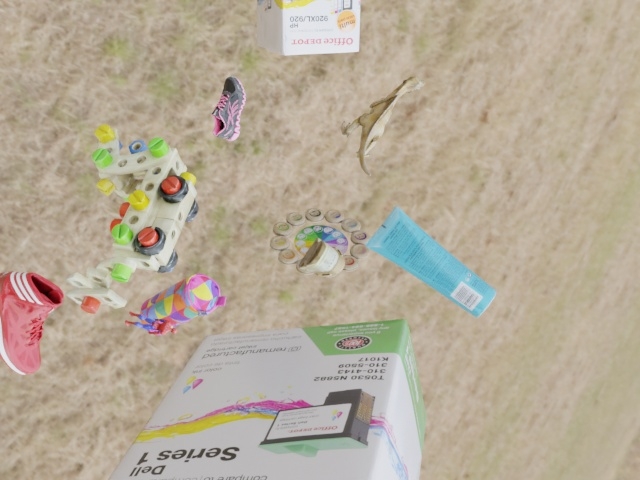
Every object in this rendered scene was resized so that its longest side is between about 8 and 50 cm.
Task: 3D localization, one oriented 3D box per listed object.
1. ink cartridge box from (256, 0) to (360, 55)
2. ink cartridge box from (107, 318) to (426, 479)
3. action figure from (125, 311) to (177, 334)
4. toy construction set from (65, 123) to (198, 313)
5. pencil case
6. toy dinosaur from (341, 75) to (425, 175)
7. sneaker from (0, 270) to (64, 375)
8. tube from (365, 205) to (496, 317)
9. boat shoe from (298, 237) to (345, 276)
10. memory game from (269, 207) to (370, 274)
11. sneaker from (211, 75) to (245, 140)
[{"bbox_3d":[-0.025,-0.500,1.547,0.171,0.168,0.232,-7,112,-20],"label":"ink cartridge box"},{"bbox_3d":[-0.033,0.181,0.603,0.278,0.201,0.117,-62,143,-65],"label":"ink cartridge box"},{"bbox_3d":[-0.352,0.178,1.613,0.030,0.115,0.038,73,34,-53],"label":"action figure"},{"bbox_3d":[-0.320,-0.037,1.280,0.151,0.215,0.327,52,48,-66],"label":"toy construction set"},{"bbox_3d":[-0.330,0.154,1.809,0.104,0.236,0.104,18,62,-38],"label":"pencil case"},{"bbox_3d":[0.064,-0.143,0.952,0.183,0.053,0.092,-58,-169,-31],"label":"toy dinosaur"},{"bbox_3d":[-0.542,0.159,1.447,0.087,0.128,0.221,-70,153,-58],"label":"sneaker"},{"bbox_3d":[0.176,0.038,1.199,0.080,0.207,0.052,-52,176,-6],"label":"tube"},{"bbox_3d":[0.003,0.028,1.011,0.050,0.045,0.135,-57,-174,0],"label":"boat shoe"},{"bbox_3d":[0.000,0.000,1.387,0.186,0.186,0.012,-36,146,-38],"label":"memory game"},{"bbox_3d":[-0.174,-0.242,1.411,0.057,0.047,0.119,-8,109,-49],"label":"sneaker"}]
